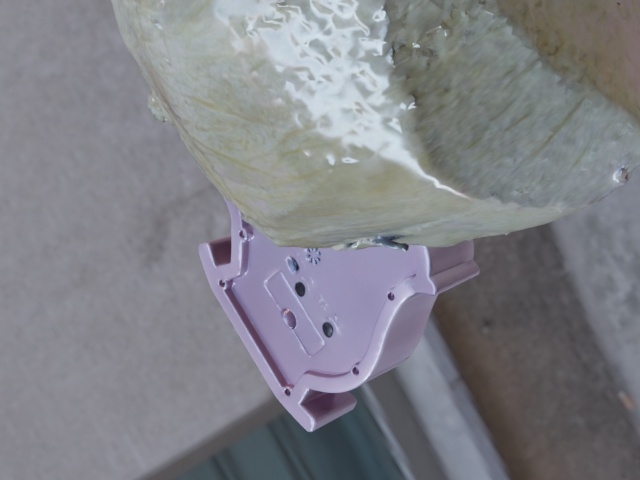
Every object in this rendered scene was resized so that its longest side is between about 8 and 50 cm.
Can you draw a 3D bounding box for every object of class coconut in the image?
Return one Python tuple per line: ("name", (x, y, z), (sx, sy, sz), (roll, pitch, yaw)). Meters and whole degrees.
("coconut", (0.037, -0.180, 1.053), (0.404, 0.404, 0.404), (50, 158, 28))

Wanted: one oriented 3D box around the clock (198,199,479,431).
("clock", (0.000, 0.000, 1.567), (0.290, 0.080, 0.275), (55, 130, 13))
